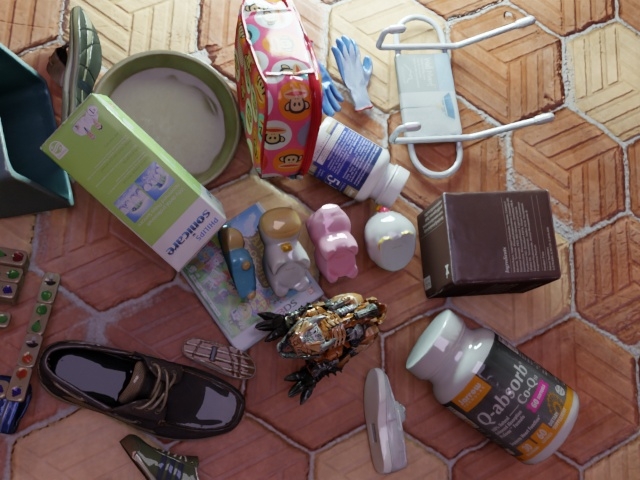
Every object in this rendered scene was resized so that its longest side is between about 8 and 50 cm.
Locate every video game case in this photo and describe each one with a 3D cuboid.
[{"bbox_3d":[-0.130,0.066,1.420,0.193,0.023,0.212,-35,85,-15],"label":"video game case"}]

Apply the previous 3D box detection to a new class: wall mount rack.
[{"bbox_3d":[0.271,-0.305,1.520,0.304,0.130,0.350,-5,79,-11],"label":"wall mount rack"}]

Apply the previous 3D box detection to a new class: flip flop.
[{"bbox_3d":[-0.455,-0.294,1.414,0.080,0.112,0.277,3,82,6],"label":"flip flop"}]

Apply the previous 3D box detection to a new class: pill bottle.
[{"bbox_3d":[0.300,0.255,1.381,0.278,0.162,0.162,35,74,-1],"label":"pill bottle"},{"bbox_3d":[0.066,-0.138,1.455,0.186,0.112,0.112,30,74,-2],"label":"pill bottle"}]

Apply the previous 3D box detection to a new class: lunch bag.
[{"bbox_3d":[-0.086,-0.255,1.381,0.120,0.258,0.293,-5,55,-14],"label":"lunch bag"},{"bbox_3d":[-0.514,0.267,1.286,0.065,0.067,0.099,18,74,-6],"label":"lunch bag"}]

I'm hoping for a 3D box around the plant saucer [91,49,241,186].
[{"bbox_3d":[-0.286,-0.214,1.440,0.277,0.041,0.278,2,81,-12],"label":"plant saucer"}]

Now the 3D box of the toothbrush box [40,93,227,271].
[{"bbox_3d":[-0.297,-0.101,1.289,0.283,0.206,0.122,42,91,-14],"label":"toothbrush box"}]

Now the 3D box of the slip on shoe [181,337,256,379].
[{"bbox_3d":[-0.178,0.208,1.371,0.135,0.041,0.052,18,74,-6],"label":"slip on shoe"}]

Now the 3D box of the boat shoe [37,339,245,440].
[{"bbox_3d":[-0.299,0.252,1.293,0.355,0.130,0.132,13,76,-7],"label":"boat shoe"}]

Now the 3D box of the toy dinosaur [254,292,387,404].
[{"bbox_3d":[0.028,0.160,1.311,0.321,0.218,0.164,18,49,-47],"label":"toy dinosaur"}]

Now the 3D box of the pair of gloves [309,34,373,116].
[{"bbox_3d":[0.032,-0.318,1.502,0.198,0.023,0.159,-16,87,-37],"label":"pair of gloves"}]

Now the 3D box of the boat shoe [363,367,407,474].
[{"bbox_3d":[0.122,0.318,1.389,0.063,0.066,0.184,-2,75,-25],"label":"boat shoe"}]

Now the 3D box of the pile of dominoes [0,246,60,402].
[{"bbox_3d":[-0.554,0.128,1.288,0.195,0.040,0.251,10,58,-7],"label":"pile of dominoes"}]

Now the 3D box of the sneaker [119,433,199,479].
[{"bbox_3d":[-0.246,0.386,1.312,0.086,0.064,0.192,-39,86,-23],"label":"sneaker"}]

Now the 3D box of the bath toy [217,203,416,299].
[{"bbox_3d":[0.000,0.000,1.394,0.348,0.129,0.152,-8,120,-17],"label":"bath toy"}]

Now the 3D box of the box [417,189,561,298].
[{"bbox_3d":[0.304,0.009,1.433,0.203,0.168,0.167,-2,78,-11],"label":"box"}]

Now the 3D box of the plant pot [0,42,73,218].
[{"bbox_3d":[-0.594,-0.159,1.286,0.252,0.247,0.248,-16,80,2],"label":"plant pot"}]
